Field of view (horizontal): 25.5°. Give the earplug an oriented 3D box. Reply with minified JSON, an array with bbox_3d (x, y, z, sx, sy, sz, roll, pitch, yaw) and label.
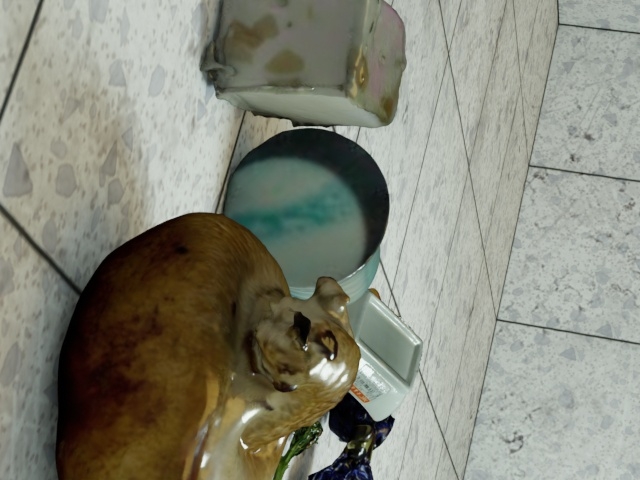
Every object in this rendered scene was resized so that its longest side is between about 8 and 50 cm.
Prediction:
[{"bbox_3d":[0.000,0.000,1.710,0.324,0.185,0.185,67,34,-75],"label":"earplug"}]

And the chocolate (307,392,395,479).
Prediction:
[{"bbox_3d":[0.053,0.306,2.147,0.148,0.126,0.343,119,-8,-50],"label":"chocolate"}]

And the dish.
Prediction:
[{"bbox_3d":[0.073,0.150,2.053,0.212,0.077,0.151,45,49,-36],"label":"dish"}]

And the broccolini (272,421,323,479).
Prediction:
[{"bbox_3d":[-0.052,0.309,1.946,0.218,0.044,0.042,-49,161,-55],"label":"broccolini"}]

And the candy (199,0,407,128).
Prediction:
[{"bbox_3d":[-0.015,-0.197,1.500,0.195,0.184,0.137,17,78,-71],"label":"candy"}]

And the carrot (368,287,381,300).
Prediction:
[{"bbox_3d":[0.082,0.139,2.321,0.048,0.048,0.139,-51,145,-63],"label":"carrot"}]

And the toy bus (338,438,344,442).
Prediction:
[{"bbox_3d":[0.067,0.268,2.304,0.075,0.060,0.123,66,36,-69],"label":"toy bus"}]

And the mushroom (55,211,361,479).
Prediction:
[{"bbox_3d":[-0.092,0.158,1.235,0.345,0.259,0.346,9,90,-75],"label":"mushroom"}]
